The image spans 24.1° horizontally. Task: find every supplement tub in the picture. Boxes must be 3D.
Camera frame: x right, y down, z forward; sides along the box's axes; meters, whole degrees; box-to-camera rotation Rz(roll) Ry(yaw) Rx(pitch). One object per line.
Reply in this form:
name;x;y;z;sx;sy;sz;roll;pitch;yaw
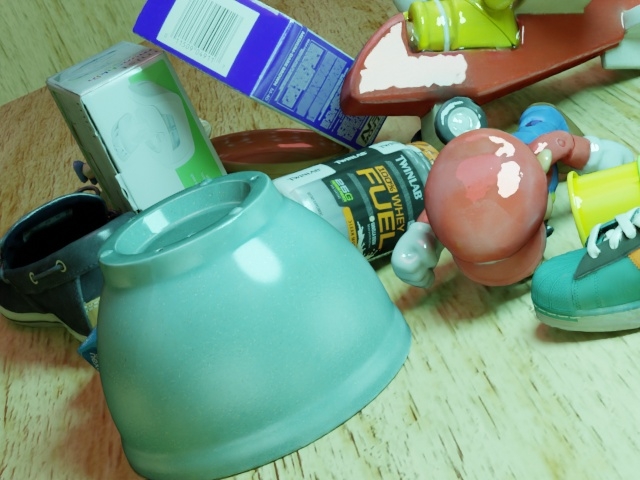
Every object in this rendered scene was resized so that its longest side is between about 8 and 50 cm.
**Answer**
supplement tub;0.040;-0.035;1.577;0.190;0.117;0.117;-22;15;-28

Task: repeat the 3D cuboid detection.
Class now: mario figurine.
mario figurine;0.188;-0.028;1.464;0.198;0.170;0.320;-63;-6;22

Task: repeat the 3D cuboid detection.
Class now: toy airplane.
toy airplane;0.234;-0.275;1.770;0.386;0.272;0.384;-29;-6;31

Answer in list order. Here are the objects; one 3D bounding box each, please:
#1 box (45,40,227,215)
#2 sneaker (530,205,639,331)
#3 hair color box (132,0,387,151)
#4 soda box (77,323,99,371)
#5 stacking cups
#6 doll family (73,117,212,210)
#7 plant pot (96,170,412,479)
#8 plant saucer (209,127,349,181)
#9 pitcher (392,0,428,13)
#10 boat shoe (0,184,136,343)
box;-0.219;-0.104;1.891;0.127;0.262;0.231;-30;18;-14
sneaker;0.302;-0.016;1.217;0.302;0.121;0.108;-16;20;24
hair color box;-0.055;-0.216;1.817;0.110;0.185;0.339;-60;-24;3
soda box;-0.167;0.060;1.596;0.067;0.071;0.210;-30;21;45
stacking cups;0.375;-0.063;1.294;0.316;0.096;0.096;-19;19;18
doll family;-0.220;-0.101;2.168;0.163;0.118;0.263;-24;-1;21
plant pot;-0.088;0.059;1.387;0.293;0.196;0.293;-23;18;8
plant saucer;-0.061;-0.108;1.973;0.200;0.037;0.200;-2;17;0
pitcher;0.169;-0.335;2.126;0.125;0.207;0.177;-22;20;10
boat shoe;-0.308;0.019;1.841;0.187;0.156;0.500;-33;19;-18
